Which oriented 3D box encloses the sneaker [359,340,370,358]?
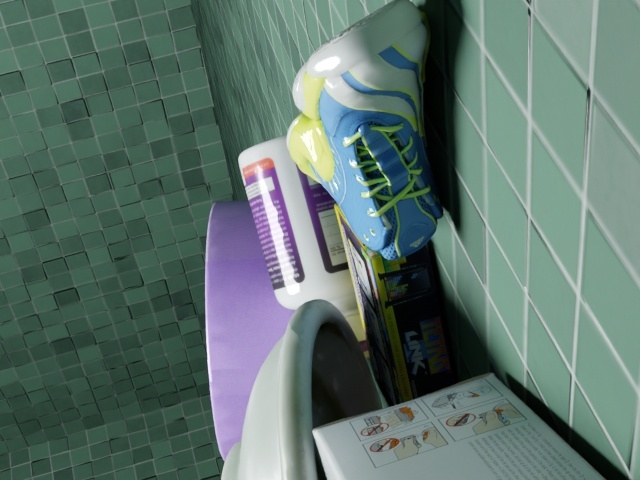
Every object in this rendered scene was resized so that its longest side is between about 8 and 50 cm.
[{"bbox_3d":[0.016,0.052,1.232,0.185,0.069,0.084,-117,8,-57],"label":"sneaker"}]

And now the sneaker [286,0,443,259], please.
[{"bbox_3d":[0.047,-0.061,0.752,0.126,0.091,0.240,55,171,5],"label":"sneaker"}]

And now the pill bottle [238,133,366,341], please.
[{"bbox_3d":[0.000,0.000,1.078,0.108,0.108,0.193,149,106,-83],"label":"pill bottle"}]

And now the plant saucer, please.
[{"bbox_3d":[0.003,0.248,0.908,0.400,0.100,0.400,-13,-90,-80],"label":"plant saucer"}]

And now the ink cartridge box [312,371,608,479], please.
[{"bbox_3d":[0.112,0.252,0.631,0.309,0.130,0.272,-132,26,-76],"label":"ink cartridge box"}]

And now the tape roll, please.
[{"bbox_3d":[-0.061,0.094,1.248,0.275,0.090,0.275,-3,-90,-88],"label":"tape roll"}]

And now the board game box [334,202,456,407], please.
[{"bbox_3d":[0.063,0.062,0.956,0.141,0.048,0.170,-117,12,-68],"label":"board game box"}]
